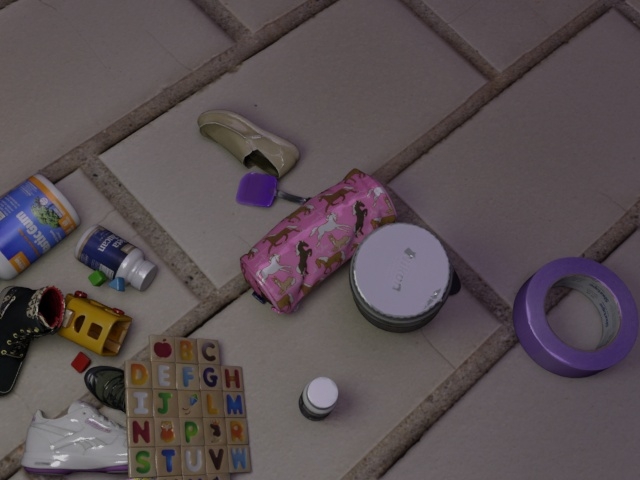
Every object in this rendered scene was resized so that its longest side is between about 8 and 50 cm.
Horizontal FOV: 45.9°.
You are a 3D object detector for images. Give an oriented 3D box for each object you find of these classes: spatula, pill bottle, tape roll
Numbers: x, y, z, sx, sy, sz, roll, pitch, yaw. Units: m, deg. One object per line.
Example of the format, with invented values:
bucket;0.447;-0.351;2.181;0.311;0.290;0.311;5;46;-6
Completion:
spatula;-0.056;-0.101;1.844;0.296;0.030;0.084;13;79;-4
pill bottle;-0.003;0.337;1.613;0.078;0.137;0.078;3;67;-7
pill bottle;-0.679;-0.009;1.657;0.152;0.152;0.272;42;69;10
pill bottle;-0.456;0.043;1.697;0.169;0.094;0.094;30;67;5
tape roll;0.602;0.181;1.787;0.274;0.090;0.275;3;68;-7

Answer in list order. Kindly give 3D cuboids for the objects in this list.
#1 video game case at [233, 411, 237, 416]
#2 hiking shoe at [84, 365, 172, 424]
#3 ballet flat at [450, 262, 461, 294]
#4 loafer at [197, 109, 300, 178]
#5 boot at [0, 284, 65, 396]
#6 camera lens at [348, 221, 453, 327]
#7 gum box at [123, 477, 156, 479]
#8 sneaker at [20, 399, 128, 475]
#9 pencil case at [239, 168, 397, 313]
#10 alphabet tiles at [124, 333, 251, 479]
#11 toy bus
video game case;-0.250;0.398;1.624;0.087;0.011;0.122;36;68;8
hiking shoe;-0.394;0.322;1.579;0.227;0.114;0.086;28;66;4
ballet flat;0.265;0.043;1.808;0.074;0.074;0.203;-35;77;-19
loafer;-0.183;-0.234;1.845;0.268;0.102;0.092;22;61;1
boot;-0.615;0.203;1.557;0.085;0.178;0.236;23;66;-46
camera lens;0.173;0.085;1.652;0.219;0.274;0.219;-1;79;5
gum box;-0.354;0.528;1.527;0.188;0.062;0.107;-20;72;-15
sneaker;-0.449;0.399;1.539;0.305;0.114;0.152;2;69;-7
pencil case;0.000;0.000;1.731;0.386;0.167;0.160;-40;55;-15
alphabet tiles;-0.268;0.363;1.548;0.285;0.011;0.343;12;60;-40
toy bus;-0.508;0.170;1.603;0.202;0.104;0.191;-25;78;9
